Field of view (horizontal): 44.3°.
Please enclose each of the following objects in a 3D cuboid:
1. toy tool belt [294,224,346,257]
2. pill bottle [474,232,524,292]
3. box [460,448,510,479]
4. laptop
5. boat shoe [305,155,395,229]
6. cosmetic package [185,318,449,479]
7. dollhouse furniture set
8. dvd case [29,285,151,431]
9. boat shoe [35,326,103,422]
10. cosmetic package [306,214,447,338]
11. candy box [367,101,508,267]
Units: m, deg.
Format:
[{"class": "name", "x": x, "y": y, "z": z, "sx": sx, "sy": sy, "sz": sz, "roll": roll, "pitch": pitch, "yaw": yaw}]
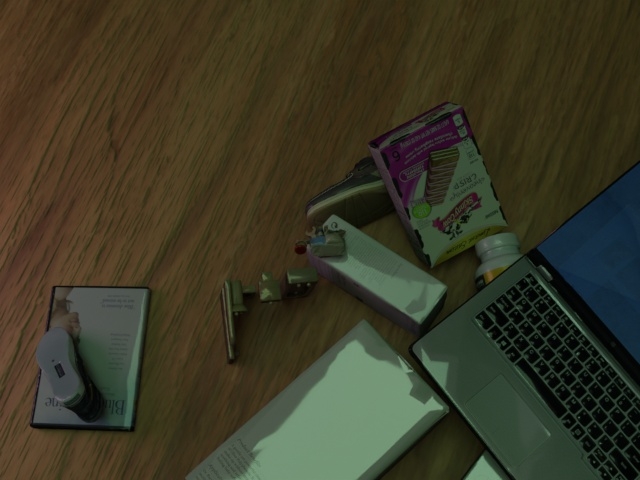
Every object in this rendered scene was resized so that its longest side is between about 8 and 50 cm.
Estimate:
[{"class": "toy tool belt", "x": 0.000, "y": 0.000, "z": 1.278, "sx": 0.083, "sy": 0.052, "sz": 0.051, "roll": -2, "pitch": 39, "yaw": 2}, {"class": "pill bottle", "x": 0.314, "y": 0.086, "z": 1.305, "sx": 0.103, "sy": 0.103, "sz": 0.184, "roll": -12, "pitch": 69, "yaw": 1}, {"class": "box", "x": 0.286, "y": 0.385, "z": 1.204, "sx": 0.130, "sy": 0.091, "sz": 0.170, "roll": 38, "pitch": 78, "yaw": 17}, {"class": "laptop", "x": 0.417, "y": 0.160, "z": 1.107, "sx": 0.408, "sy": 0.236, "sz": 0.382, "roll": -35, "pitch": 78, "yaw": -19}, {"class": "boat shoe", "x": 0.098, "y": -0.104, "z": 1.401, "sx": 0.285, "sy": 0.103, "sz": 0.092, "roll": -25, "pitch": 57, "yaw": -4}, {"class": "cosmetic package", "x": 0.001, "y": 0.321, "z": 1.220, "sx": 0.365, "sy": 0.155, "sz": 0.197, "roll": -39, "pitch": 72, "yaw": -10}, {"class": "dollhouse furniture set", "x": -0.083, "y": 0.128, "z": 1.319, "sx": 0.151, "sy": 0.144, "sz": 0.123, "roll": -5, "pitch": 74, "yaw": -12}, {"class": "dvd case", "x": -0.399, "y": 0.202, "z": 1.370, "sx": 0.180, "sy": 0.022, "sz": 0.253, "roll": 1, "pitch": 70, "yaw": 5}, {"class": "boat shoe", "x": -0.421, "y": 0.228, "z": 1.322, "sx": 0.065, "sy": 0.083, "sz": 0.183, "roll": -32, "pitch": 43, "yaw": -6}, {"class": "cosmetic package", "x": 0.095, "y": 0.063, "z": 1.327, "sx": 0.231, "sy": 0.117, "sz": 0.085, "roll": 34, "pitch": 77, "yaw": 17}, {"class": "candy box", "x": 0.200, "y": -0.093, "z": 1.329, "sx": 0.159, "sy": 0.071, "sz": 0.233, "roll": -29, "pitch": 112, "yaw": -5}]
